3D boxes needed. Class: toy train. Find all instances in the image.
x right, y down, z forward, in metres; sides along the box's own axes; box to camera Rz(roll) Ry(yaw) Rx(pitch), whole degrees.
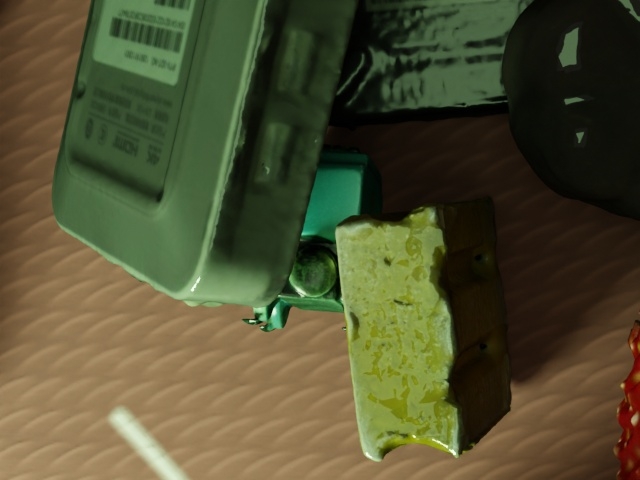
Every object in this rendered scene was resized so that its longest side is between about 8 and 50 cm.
[{"bbox_3d":[0.000,0.000,1.591,0.112,0.203,0.163,5,84,5],"label":"toy train"}]

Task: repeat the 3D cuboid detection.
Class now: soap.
[{"bbox_3d":[0.093,0.065,1.515,0.091,0.315,0.199,-5,92,12],"label":"soap"}]

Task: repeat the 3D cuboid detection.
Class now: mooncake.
[{"bbox_3d":[0.274,-0.134,1.526,0.245,0.133,0.245,-1,93,-15],"label":"mooncake"}]

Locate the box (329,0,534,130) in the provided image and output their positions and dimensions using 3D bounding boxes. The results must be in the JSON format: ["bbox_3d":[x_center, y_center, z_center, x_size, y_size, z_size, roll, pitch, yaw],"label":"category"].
[{"bbox_3d":[0.107,-0.248,1.620,0.290,0.073,0.289,-4,92,9],"label":"box"}]

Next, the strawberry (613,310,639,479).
[{"bbox_3d":[0.355,0.153,1.517,0.292,0.292,0.343,-21,56,11],"label":"strawberry"}]

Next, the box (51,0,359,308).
[{"bbox_3d":[-0.101,-0.163,1.521,0.111,0.396,0.396,11,95,-26],"label":"box"}]
